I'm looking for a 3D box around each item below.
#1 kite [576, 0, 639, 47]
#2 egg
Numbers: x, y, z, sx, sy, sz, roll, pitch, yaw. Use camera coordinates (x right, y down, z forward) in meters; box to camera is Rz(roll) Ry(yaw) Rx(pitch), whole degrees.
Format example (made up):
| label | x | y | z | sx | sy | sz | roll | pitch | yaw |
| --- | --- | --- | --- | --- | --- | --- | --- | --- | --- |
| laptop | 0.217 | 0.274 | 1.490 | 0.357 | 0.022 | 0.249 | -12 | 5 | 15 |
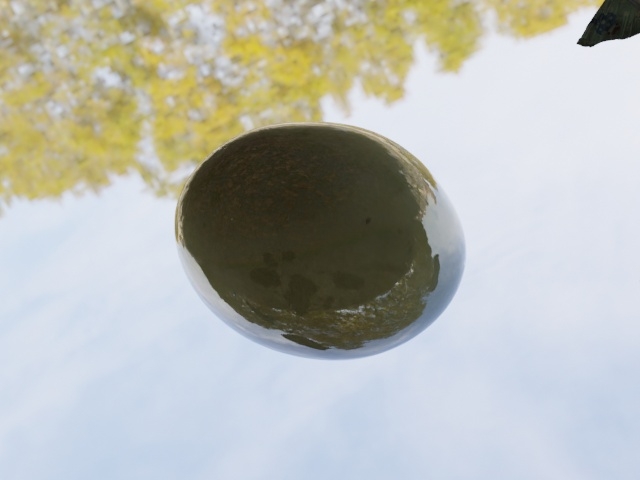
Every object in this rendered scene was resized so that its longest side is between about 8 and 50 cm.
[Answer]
| label | x | y | z | sx | sy | sz | roll | pitch | yaw |
| --- | --- | --- | --- | --- | --- | --- | --- | --- | --- |
| kite | 0.270 | -0.164 | 1.073 | 0.137 | 0.152 | 0.005 | -10 | -148 | 10 |
| egg | 0.000 | 0.000 | 1.240 | 0.219 | 0.269 | 0.219 | -55 | -157 | 37 |
